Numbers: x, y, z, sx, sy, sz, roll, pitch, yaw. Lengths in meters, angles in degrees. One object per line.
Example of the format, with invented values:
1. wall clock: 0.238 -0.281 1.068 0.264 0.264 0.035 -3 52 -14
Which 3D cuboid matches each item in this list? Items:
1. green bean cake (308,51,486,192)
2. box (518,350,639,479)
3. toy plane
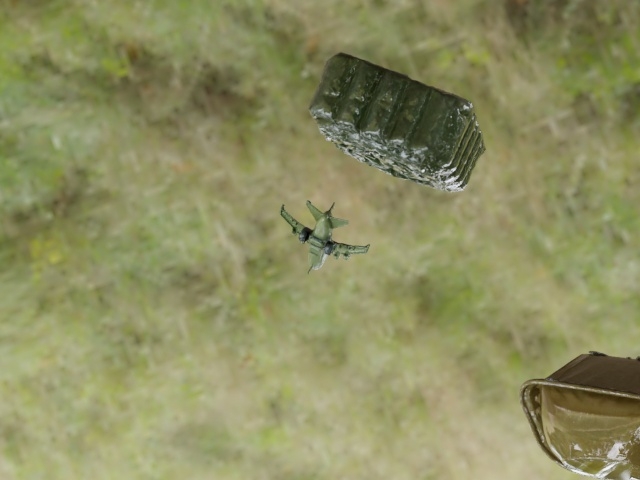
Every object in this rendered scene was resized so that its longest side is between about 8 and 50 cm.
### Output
1. green bean cake: 0.090 -0.130 1.980 0.183 0.094 0.185 21 175 15
2. box: 0.251 0.153 1.429 0.177 0.111 0.111 3 -169 45
3. toy plane: 0.000 0.000 1.797 0.040 0.102 0.111 -54 167 -36
